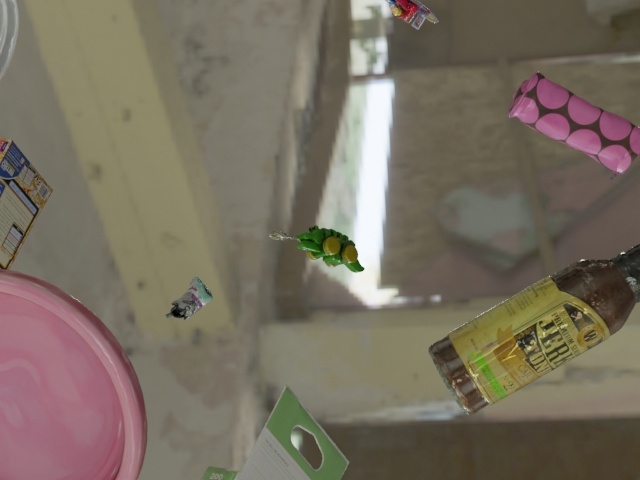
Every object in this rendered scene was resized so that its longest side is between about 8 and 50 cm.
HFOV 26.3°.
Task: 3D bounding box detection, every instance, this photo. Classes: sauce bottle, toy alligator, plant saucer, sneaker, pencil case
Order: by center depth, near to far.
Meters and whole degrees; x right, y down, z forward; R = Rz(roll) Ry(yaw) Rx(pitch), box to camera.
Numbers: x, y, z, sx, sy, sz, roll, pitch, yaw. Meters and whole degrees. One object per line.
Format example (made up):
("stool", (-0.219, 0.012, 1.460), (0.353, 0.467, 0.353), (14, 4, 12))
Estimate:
("plant saucer", (-0.341, 0.182, 1.512), (0.084, 0.332, 0.332), (-48, -46, -68))
("sauce bottle", (0.308, 0.096, 1.756), (0.111, 0.344, 0.111), (57, -173, -11))
("sneaker", (-0.186, 0.085, 1.898), (0.038, 0.069, 0.098), (52, 177, -5))
("pencil case", (0.384, -0.177, 2.069), (0.095, 0.209, 0.098), (-59, 9, 19))
("toy alligator", (0.000, 0.000, 2.185), (0.190, 0.056, 0.051), (24, -114, -33))

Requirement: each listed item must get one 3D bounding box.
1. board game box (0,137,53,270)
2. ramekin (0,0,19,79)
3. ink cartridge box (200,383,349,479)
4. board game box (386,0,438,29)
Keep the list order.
("board game box", (-0.525, -0.047, 2.227), (0.193, 0.045, 0.146), (-66, -30, -25))
("ramekin", (-0.523, -0.286, 1.892), (0.207, 0.109, 0.207), (-53, -23, -34))
("ink cartridge box", (-0.067, 0.303, 1.550), (0.171, 0.056, 0.235), (55, -132, -39))
("board game box", (0.123, -0.410, 2.347), (0.033, 0.169, 0.133), (-55, -11, 3))
